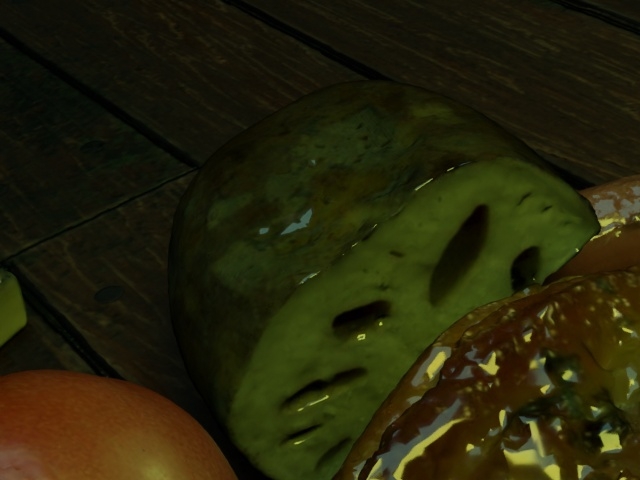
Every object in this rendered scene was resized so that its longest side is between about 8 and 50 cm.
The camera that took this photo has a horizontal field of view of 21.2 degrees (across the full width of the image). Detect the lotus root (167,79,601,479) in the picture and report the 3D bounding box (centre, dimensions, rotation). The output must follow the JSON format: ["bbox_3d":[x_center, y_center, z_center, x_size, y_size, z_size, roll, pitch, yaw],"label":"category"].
[{"bbox_3d":[0.005,-0.014,1.136,0.267,0.149,0.260,-42,34,5],"label":"lotus root"}]

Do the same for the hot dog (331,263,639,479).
[{"bbox_3d":[0.153,0.153,0.867,0.267,0.174,0.387,26,48,36],"label":"hot dog"}]

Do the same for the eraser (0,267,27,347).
[{"bbox_3d":[-0.316,0.082,1.291,0.117,0.058,0.172,8,37,32],"label":"eraser"}]

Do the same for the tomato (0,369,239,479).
[{"bbox_3d":[-0.142,0.190,0.854,0.256,0.256,0.224,-31,65,-27],"label":"tomato"}]

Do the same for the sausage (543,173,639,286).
[{"bbox_3d":[0.209,0.001,1.189,0.327,0.079,0.087,-16,61,-1],"label":"sausage"}]
